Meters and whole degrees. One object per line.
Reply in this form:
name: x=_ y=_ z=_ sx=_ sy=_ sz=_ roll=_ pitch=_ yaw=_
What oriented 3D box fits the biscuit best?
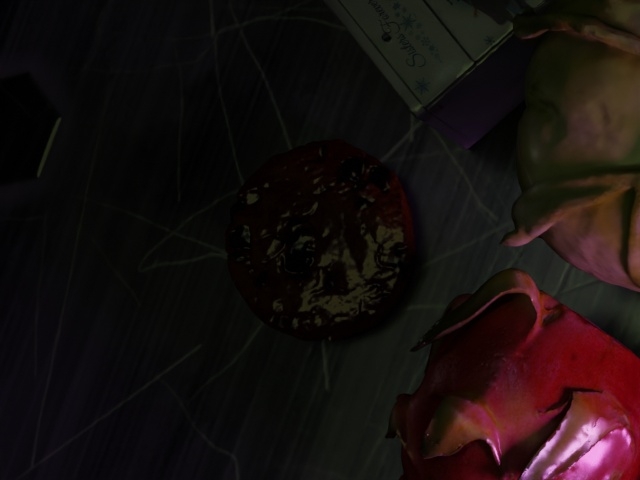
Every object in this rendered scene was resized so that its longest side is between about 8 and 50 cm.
biscuit: x=0.000 y=0.000 z=1.624 sx=0.192 sy=0.049 sz=0.192 roll=-4 pitch=79 yaw=19

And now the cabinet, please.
cabinet: x=0.142 y=-0.212 z=1.540 sx=0.206 sy=0.150 sz=0.145 roll=-41 pitch=68 yaw=12

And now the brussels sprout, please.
brussels sprout: x=0.265 y=-0.091 z=1.399 sx=0.227 sy=0.294 sz=0.259 roll=13 pitch=86 yaw=51

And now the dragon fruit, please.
dragon fruit: x=0.162 y=0.153 z=1.437 sx=0.224 sy=0.224 sz=0.227 roll=37 pitch=82 yaw=24
